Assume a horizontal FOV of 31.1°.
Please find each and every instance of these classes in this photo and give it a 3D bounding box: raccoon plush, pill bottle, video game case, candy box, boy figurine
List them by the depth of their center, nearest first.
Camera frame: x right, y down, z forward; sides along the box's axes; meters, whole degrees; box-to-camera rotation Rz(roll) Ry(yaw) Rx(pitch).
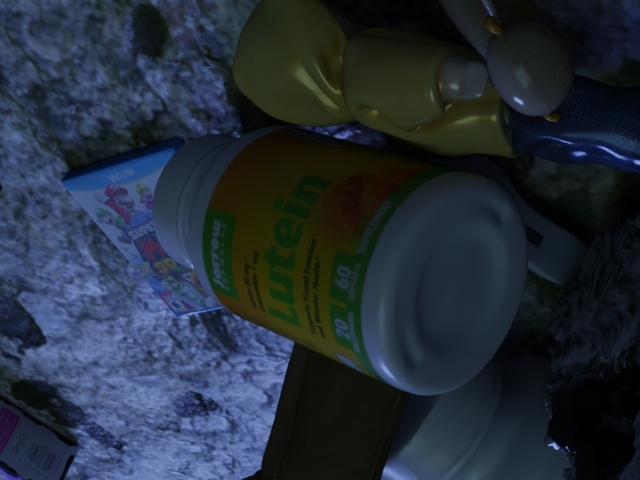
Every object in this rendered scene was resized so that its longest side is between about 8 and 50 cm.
[{"bbox_3d":[0.084,-0.091,0.684,0.285,0.177,0.092,17,96,25],"label":"boy figurine"},{"bbox_3d":[0.351,0.066,0.706,0.299,0.216,0.446,14,133,-20],"label":"raccoon plush"},{"bbox_3d":[0.000,0.000,0.755,0.245,0.136,0.136,19,147,44],"label":"pill bottle"},{"bbox_3d":[0.189,0.202,0.911,0.318,0.176,0.176,34,136,-15],"label":"pill bottle"},{"bbox_3d":[-0.116,-0.005,0.933,0.119,0.015,0.166,-13,128,32],"label":"video game case"},{"bbox_3d":[-0.389,0.223,1.236,0.196,0.070,0.165,38,135,-20],"label":"candy box"}]

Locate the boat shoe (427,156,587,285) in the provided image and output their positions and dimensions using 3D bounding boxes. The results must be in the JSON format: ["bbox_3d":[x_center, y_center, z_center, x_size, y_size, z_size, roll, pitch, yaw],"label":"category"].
[{"bbox_3d":[0.126,-0.014,0.807,0.142,0.049,0.040,37,171,-15],"label":"boat shoe"}]

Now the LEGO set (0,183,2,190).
[{"bbox_3d":[-0.285,-0.061,0.940,0.054,0.023,0.083,46,145,-23],"label":"LEGO set"}]

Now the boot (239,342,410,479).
[{"bbox_3d":[-0.017,0.127,0.868,0.236,0.269,0.089,2,162,44],"label":"boot"}]

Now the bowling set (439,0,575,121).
[{"bbox_3d":[0.085,-0.216,0.486,0.200,0.154,0.287,-35,127,16],"label":"bowling set"}]
